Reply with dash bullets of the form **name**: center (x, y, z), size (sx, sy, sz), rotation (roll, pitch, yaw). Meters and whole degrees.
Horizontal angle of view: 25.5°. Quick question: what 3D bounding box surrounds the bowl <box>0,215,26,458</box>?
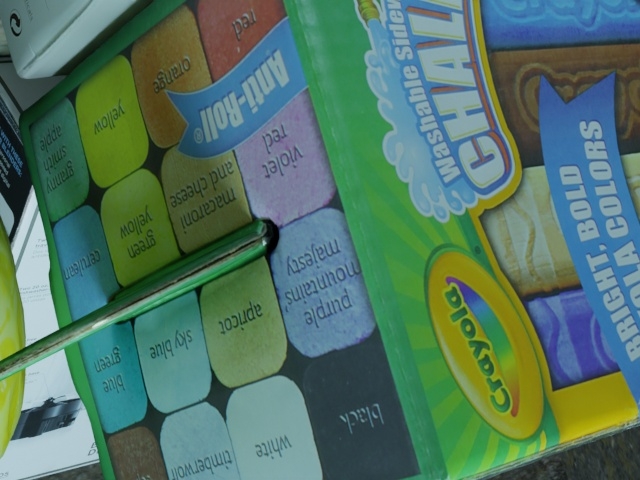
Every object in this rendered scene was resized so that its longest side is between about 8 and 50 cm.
- **bowl**: center (-0.238, -0.020, 0.472), size (0.290, 0.289, 0.156), rotation (-10, 127, -36)

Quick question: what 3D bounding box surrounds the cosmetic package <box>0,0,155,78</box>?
- **cosmetic package**: center (0.102, -0.165, 0.515), size (0.377, 0.097, 0.284), rotation (-10, 171, -38)

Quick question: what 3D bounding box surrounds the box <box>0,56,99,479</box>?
- **box**: center (-0.148, 0.023, 0.843), size (0.169, 0.087, 0.290), rotation (-10, 142, -38)

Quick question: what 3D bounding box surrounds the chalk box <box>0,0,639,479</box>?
- **chalk box**: center (0.014, 0.000, 0.509), size (0.289, 0.179, 0.180), rotation (-8, 169, -41)
